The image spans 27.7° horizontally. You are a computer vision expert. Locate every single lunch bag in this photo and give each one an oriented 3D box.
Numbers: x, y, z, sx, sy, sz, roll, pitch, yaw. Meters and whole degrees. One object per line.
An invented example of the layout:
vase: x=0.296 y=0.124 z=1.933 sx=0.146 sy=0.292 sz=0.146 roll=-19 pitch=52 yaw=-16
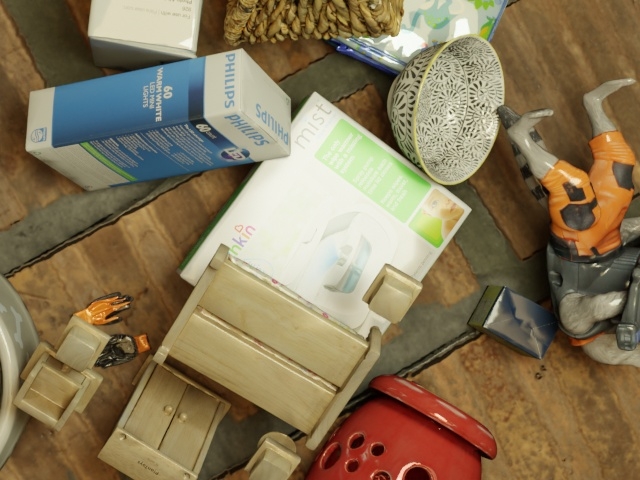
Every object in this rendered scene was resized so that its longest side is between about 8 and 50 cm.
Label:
lunch bag: x=0.101 y=-0.281 z=1.545 sx=0.219 sy=0.090 sz=0.176 roll=24 pitch=86 yaw=-7

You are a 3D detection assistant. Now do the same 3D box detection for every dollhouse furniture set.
dollhouse furniture set: x=-0.108 y=0.084 z=1.404 sx=0.303 sy=0.174 sz=0.355 roll=32 pitch=112 yaw=-6

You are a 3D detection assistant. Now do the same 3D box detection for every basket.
basket: x=-0.030 y=-0.382 z=1.410 sx=0.223 sy=0.213 sz=0.299 roll=1 pitch=76 yaw=20

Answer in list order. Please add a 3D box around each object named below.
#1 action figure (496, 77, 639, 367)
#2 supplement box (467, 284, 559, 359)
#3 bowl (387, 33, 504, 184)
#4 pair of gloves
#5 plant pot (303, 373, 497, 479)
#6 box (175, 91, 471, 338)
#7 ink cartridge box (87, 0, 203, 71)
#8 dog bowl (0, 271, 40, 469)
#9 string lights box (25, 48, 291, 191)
action figure: x=0.327 y=-0.014 z=1.504 sx=0.178 sy=0.341 sz=0.330 roll=-6 pitch=102 yaw=30
supplement box: x=0.232 y=0.098 z=1.559 sx=0.083 sy=0.083 sz=0.056 roll=30 pitch=85 yaw=-6
bowl: x=0.128 y=-0.153 z=1.470 sx=0.170 sy=0.080 sz=0.170 roll=-22 pitch=119 yaw=-45
pair of gloves: x=-0.246 y=0.106 z=1.536 sx=0.074 sy=0.010 sz=0.083 roll=-22 pitch=95 yaw=-8
plant pot: x=0.099 y=0.261 z=1.488 sx=0.191 sy=0.191 sz=0.174 roll=33 pitch=83 yaw=-6
box: x=0.000 y=0.000 z=1.513 sx=0.231 sy=0.127 sz=0.262 roll=37 pitch=86 yaw=-7
ink cartridge box: x=-0.181 y=-0.339 z=1.449 sx=0.121 sy=0.211 sz=0.289 roll=7 pitch=87 yaw=-7
dog bowl: x=-0.490 y=0.160 z=1.459 sx=0.348 sy=0.102 sz=0.349 roll=0 pitch=89 yaw=-7
string lights box: x=-0.176 y=-0.127 z=1.428 sx=0.259 sy=0.133 sz=0.077 roll=-8 pitch=69 yaw=20
